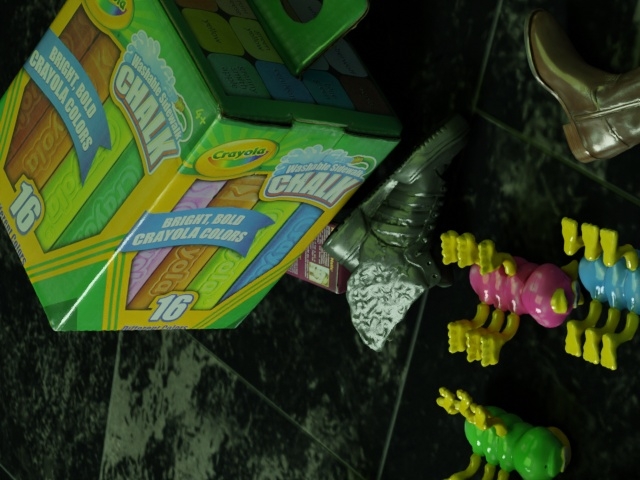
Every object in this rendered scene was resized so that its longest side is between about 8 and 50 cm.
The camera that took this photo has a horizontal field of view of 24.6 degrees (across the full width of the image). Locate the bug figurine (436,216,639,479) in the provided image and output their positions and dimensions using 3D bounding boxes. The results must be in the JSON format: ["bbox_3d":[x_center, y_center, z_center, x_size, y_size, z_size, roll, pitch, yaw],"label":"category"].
[{"bbox_3d":[0.164,0.100,0.936,0.216,0.072,0.279,24,124,48],"label":"bug figurine"}]

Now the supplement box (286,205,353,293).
[{"bbox_3d":[0.000,0.000,1.105,0.083,0.043,0.055,22,116,43],"label":"supplement box"}]

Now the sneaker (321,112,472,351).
[{"bbox_3d":[0.067,-0.004,1.023,0.089,0.051,0.170,44,116,-2],"label":"sneaker"}]

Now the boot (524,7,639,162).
[{"bbox_3d":[0.184,-0.104,0.872,0.114,0.037,0.106,-16,103,52],"label":"boot"}]

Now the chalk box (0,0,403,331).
[{"bbox_3d":[-0.082,-0.091,1.026,0.289,0.179,0.180,-50,56,31],"label":"chalk box"}]
